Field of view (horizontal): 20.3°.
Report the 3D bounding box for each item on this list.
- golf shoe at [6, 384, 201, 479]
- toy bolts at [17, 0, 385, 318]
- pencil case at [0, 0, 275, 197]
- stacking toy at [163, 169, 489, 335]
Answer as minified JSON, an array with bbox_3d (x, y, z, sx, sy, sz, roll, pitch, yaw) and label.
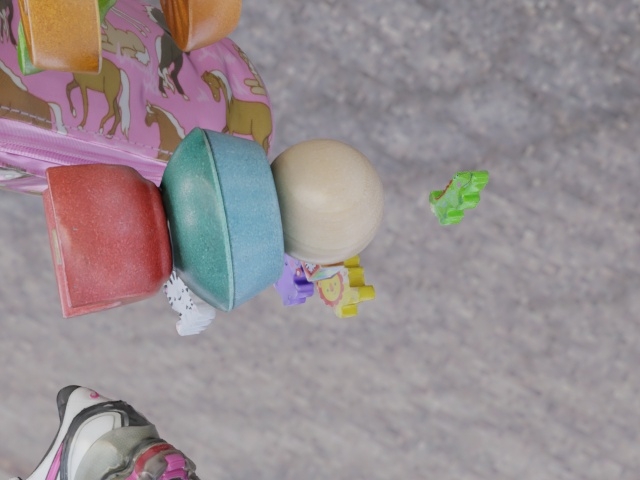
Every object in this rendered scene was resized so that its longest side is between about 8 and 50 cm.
[{"bbox_3d":[-0.130,0.158,0.879,0.086,0.186,0.067,39,-161,29],"label":"golf shoe"},{"bbox_3d":[-0.053,-0.080,0.810,0.158,0.228,0.218,-10,-179,-11],"label":"toy bolts"},{"bbox_3d":[-0.179,-0.092,1.092,0.160,0.167,0.386,-7,172,27],"label":"pencil case"},{"bbox_3d":[0.000,0.000,1.340,0.167,0.052,0.221,-5,155,-35],"label":"stacking toy"}]
